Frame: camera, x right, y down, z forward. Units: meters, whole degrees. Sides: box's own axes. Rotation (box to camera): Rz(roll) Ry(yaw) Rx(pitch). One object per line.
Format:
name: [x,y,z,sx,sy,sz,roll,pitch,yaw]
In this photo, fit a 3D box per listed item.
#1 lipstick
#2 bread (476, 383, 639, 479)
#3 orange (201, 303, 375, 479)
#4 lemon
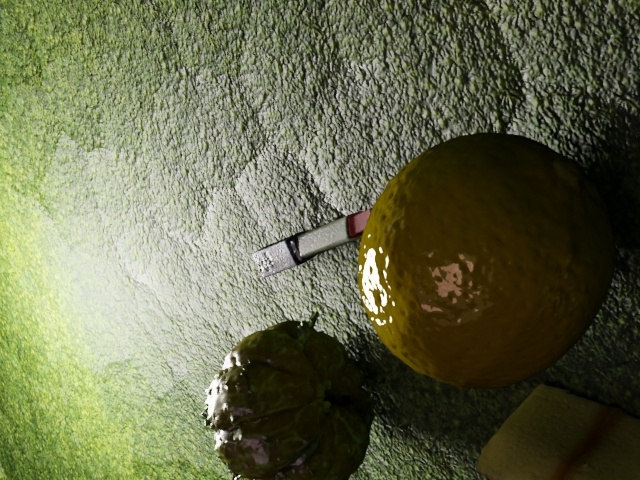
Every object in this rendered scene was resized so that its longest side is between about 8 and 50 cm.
lipstick: [0.000,0.000,1.806,0.312,0.051,0.051,-21,93,50]
bread: [0.359,0.371,1.507,0.263,0.198,0.236,18,129,39]
orange: [-0.048,0.285,1.836,0.301,0.300,0.223,45,141,-21]
lemon: [0.203,0.025,1.398,0.336,0.336,0.336,25,127,38]
